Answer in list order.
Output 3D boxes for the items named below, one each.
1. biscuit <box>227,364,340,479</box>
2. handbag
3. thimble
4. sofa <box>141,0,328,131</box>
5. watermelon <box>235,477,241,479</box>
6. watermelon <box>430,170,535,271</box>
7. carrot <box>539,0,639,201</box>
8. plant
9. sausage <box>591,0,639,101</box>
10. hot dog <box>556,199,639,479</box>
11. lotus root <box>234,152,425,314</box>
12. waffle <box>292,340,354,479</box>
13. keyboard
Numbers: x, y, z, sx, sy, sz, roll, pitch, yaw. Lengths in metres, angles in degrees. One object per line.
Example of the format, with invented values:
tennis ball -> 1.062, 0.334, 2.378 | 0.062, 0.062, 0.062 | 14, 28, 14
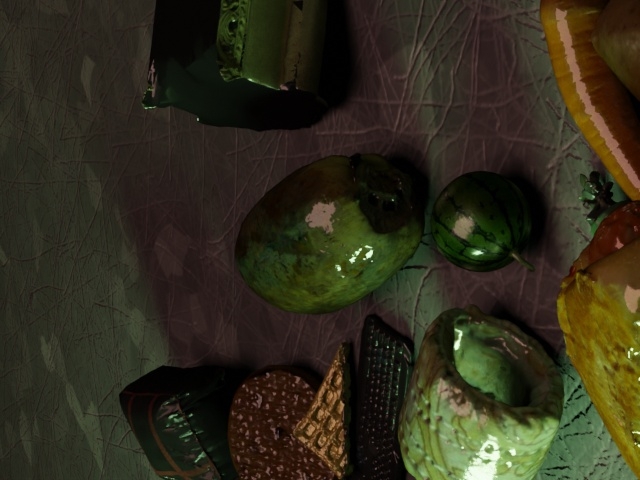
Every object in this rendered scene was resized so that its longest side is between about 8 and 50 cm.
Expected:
biscuit -> -0.046, 0.268, 1.555 | 0.212, 0.036, 0.212 | 4, 95, 43
handbag -> -0.187, 0.274, 1.714 | 0.215, 0.155, 0.169 | -10, 105, 57
thimble -> 0.152, 0.164, 1.156 | 0.190, 0.137, 0.143 | -116, 29, -49
sofa -> -0.083, -0.249, 1.409 | 0.258, 0.182, 0.200 | -8, 76, 58
watermelon -> -0.067, 0.375, 1.644 | 0.155, 0.080, 0.101 | -20, 96, 37
watermelon -> 0.157, -0.015, 1.120 | 0.109, 0.109, 0.109 | 25, 121, 53
carrot -> 0.247, -0.109, 0.991 | 0.062, 0.066, 0.271 | 21, -129, -80
plant -> 0.252, -0.026, 1.012 | 0.102, 0.051, 0.051 | 62, 145, 35
sausage -> 0.365, -0.035, 0.751 | 0.136, 0.123, 0.501 | -49, 54, 19
hot dog -> 0.268, 0.066, 0.890 | 0.153, 0.150, 0.256 | -112, 2, -52
lotus root -> 0.000, 0.000, 1.326 | 0.160, 0.152, 0.275 | 64, 148, 7
waffle -> 0.030, 0.211, 1.450 | 0.097, 0.023, 0.152 | 37, 112, 29
keyboard -> 0.071, 0.223, 1.412 | 0.106, 0.016, 0.262 | 33, 127, 49
